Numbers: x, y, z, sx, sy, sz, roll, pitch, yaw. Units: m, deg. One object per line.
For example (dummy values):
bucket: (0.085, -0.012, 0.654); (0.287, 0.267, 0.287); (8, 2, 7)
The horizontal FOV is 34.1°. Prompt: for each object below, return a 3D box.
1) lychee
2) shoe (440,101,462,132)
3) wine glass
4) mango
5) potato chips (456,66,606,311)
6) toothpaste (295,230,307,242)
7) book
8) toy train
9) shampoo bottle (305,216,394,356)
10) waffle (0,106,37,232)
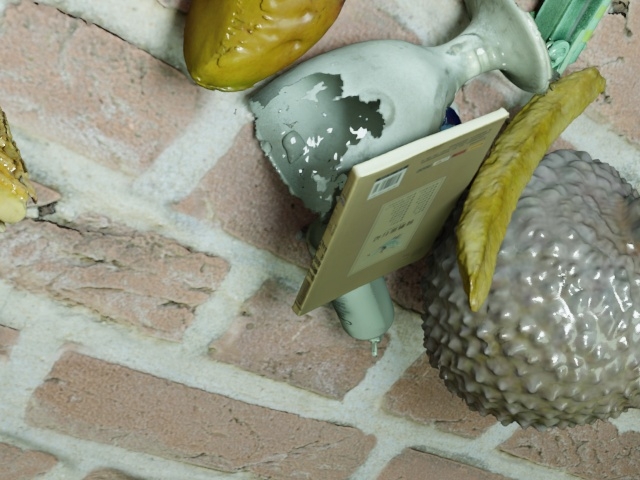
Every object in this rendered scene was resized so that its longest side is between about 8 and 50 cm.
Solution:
lychee: (0.318, 0.073, 1.434); (0.380, 0.380, 0.432); (1, 150, -31)
shoe: (0.122, -0.091, 1.375); (0.092, 0.106, 0.207); (14, 125, -36)
wine glass: (0.088, -0.166, 1.234); (0.357, 0.190, 0.190); (-30, 137, -9)
mango: (-0.053, -0.262, 1.085); (0.248, 0.151, 0.156); (-50, 168, 12)
potato chips: (0.243, -0.083, 1.294); (0.407, 0.080, 0.057); (-55, 143, -30)
toothpaste: (0.000, 0.000, 1.449); (0.083, 0.015, 0.024); (10, 121, -43)
book: (0.088, -0.027, 1.253); (0.217, 0.021, 0.310); (-24, 157, -28)
toy train: (0.328, -0.298, 1.328); (0.132, 0.083, 0.200); (-9, 140, -39)
shampoo bottle: (0.051, 0.066, 1.476); (0.085, 0.085, 0.262); (-28, 140, -5)
waffle: (-0.415, -0.128, 0.951); (0.091, 0.213, 0.308); (-47, 134, 9)
